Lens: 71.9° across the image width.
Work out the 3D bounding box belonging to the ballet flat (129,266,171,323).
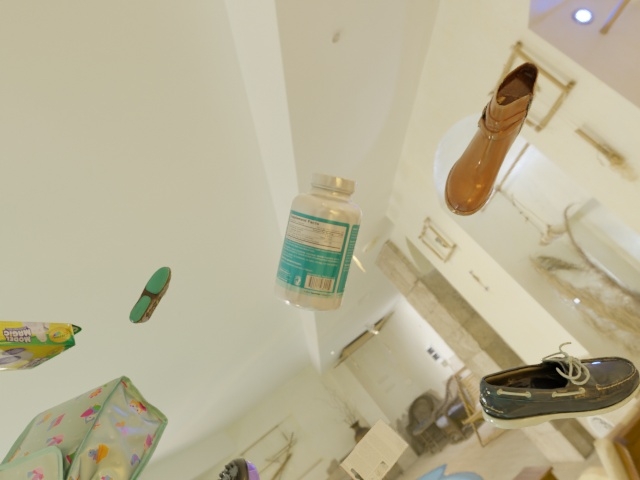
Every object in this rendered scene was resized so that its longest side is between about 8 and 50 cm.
[{"bbox_3d":[-0.304,0.100,0.804,0.114,0.041,0.041,-61,-15,-14],"label":"ballet flat"}]

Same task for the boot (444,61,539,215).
[{"bbox_3d":[0.242,-0.143,0.633,0.197,0.073,0.152,-62,-15,-15],"label":"boot"}]

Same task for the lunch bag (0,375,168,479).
[{"bbox_3d":[-0.410,0.379,0.705,0.224,0.160,0.262,-25,22,17],"label":"lunch bag"}]

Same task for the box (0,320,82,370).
[{"bbox_3d":[-0.461,0.160,0.659,0.105,0.043,0.179,-28,-18,14],"label":"box"}]

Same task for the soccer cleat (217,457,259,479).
[{"bbox_3d":[-0.133,0.495,0.769,0.117,0.108,0.318,9,-64,-15],"label":"soccer cleat"}]

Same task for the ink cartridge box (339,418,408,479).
[{"bbox_3d":[0.086,0.353,0.719,0.115,0.063,0.029,-30,-31,-41],"label":"ink cartridge box"}]

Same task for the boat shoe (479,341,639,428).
[{"bbox_3d":[0.372,0.219,0.690,0.255,0.079,0.095,-12,16,3],"label":"boat shoe"}]

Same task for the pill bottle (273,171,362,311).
[{"bbox_3d":[0.000,0.000,0.891,0.146,0.146,0.263,0,-76,-62],"label":"pill bottle"}]
